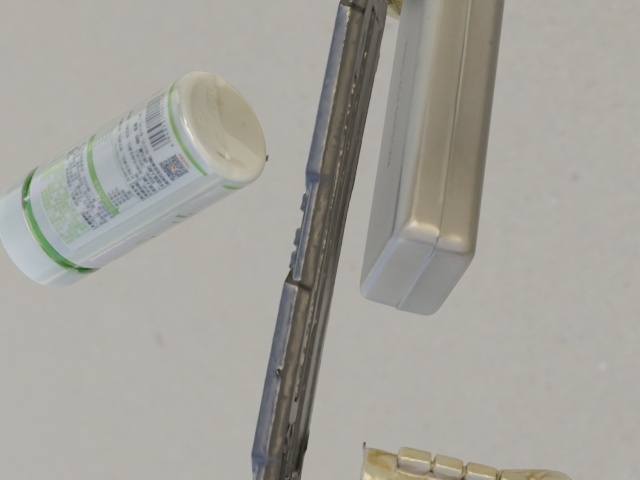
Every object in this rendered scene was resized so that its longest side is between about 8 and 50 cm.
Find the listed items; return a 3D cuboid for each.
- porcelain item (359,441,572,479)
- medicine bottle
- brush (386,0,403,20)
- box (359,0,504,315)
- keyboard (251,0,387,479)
[{"bbox_3d":[0.125,0.159,1.024,0.213,0.054,0.084,7,128,3],"label":"porcelain item"},{"bbox_3d":[-0.130,-0.040,1.263,0.183,0.086,0.086,-27,86,32],"label":"medicine bottle"},{"bbox_3d":[-0.053,-0.251,1.590,0.337,0.085,0.020,27,85,41],"label":"brush"},{"bbox_3d":[0.074,-0.079,1.186,0.103,0.055,0.243,117,165,-59],"label":"box"},{"bbox_3d":[-0.001,0.000,0.895,0.106,0.016,0.262,40,-119,-82],"label":"keyboard"}]
